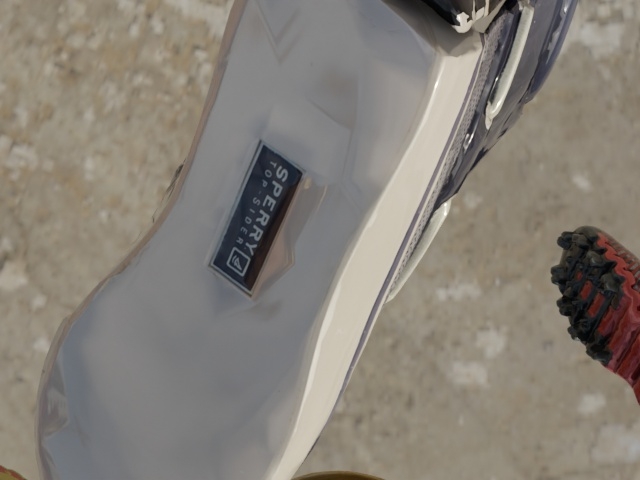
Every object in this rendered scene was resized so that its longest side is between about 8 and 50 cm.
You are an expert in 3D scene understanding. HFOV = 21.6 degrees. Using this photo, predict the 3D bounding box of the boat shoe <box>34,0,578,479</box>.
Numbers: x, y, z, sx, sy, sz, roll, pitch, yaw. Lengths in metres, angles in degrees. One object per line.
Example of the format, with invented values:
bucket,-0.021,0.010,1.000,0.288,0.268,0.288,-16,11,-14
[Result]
boat shoe,0.000,0.000,0.728,0.127,0.158,0.340,41,124,15

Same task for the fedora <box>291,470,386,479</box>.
fedora,0.015,0.244,1.059,0.194,0.079,0.194,3,97,26

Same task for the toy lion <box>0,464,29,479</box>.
toy lion,-0.223,0.208,1.291,0.100,0.096,0.034,32,95,-30

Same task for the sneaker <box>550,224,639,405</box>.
sneaker,0.330,0.092,1.602,0.135,0.276,0.097,-10,141,-33
